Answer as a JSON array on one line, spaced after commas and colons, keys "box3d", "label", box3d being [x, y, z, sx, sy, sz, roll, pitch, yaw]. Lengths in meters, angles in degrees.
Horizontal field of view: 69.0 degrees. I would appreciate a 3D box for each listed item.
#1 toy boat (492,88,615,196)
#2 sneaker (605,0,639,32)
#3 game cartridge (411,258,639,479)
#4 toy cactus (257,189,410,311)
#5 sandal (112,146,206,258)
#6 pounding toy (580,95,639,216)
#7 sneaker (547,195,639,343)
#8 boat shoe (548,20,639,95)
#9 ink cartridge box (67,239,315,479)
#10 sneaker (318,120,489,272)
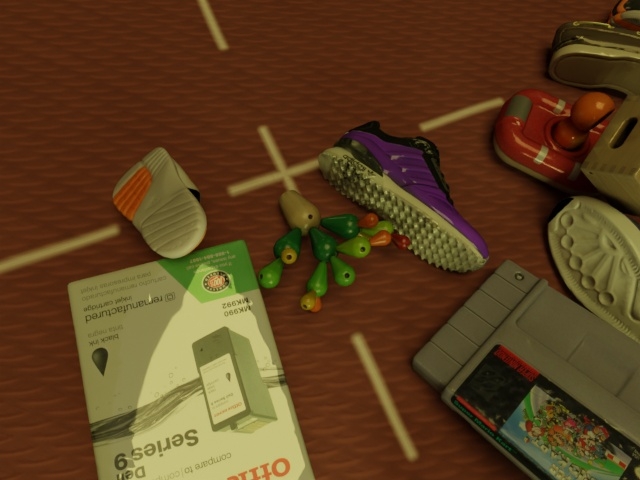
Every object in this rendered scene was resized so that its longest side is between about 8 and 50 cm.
[{"box3d": [0.414, -0.178, 0.756, 0.231, 0.151, 0.151, 27, 67, 3], "label": "toy boat"}, {"box3d": [0.736, -0.406, 0.910, 0.321, 0.124, 0.180, 33, 69, 6], "label": "sneaker"}, {"box3d": [0.319, 0.198, 0.584, 0.230, 0.068, 0.355, -38, 58, -24], "label": "game cartridge"}, {"box3d": [0.000, 0.000, 0.668, 0.219, 0.112, 0.180, -27, 56, -15], "label": "toy cactus"}, {"box3d": [-0.205, -0.038, 0.628, 0.102, 0.076, 0.265, -42, 44, -3], "label": "sandal"}, {"box3d": [0.508, -0.121, 0.686, 0.206, 0.094, 0.181, 33, 90, -30], "label": "pounding toy"}, {"box3d": [0.522, 0.059, 0.710, 0.236, 0.130, 0.322, -8, 55, -30], "label": "sneaker"}, {"box3d": [0.594, -0.329, 0.866, 0.325, 0.116, 0.096, 13, 70, 3], "label": "boat shoe"}, {"box3d": [-0.149, 0.171, 0.550, 0.211, 0.121, 0.289, -15, 71, -14], "label": "ink cartridge box"}, {"box3d": [0.151, -0.083, 0.707, 0.293, 0.102, 0.146, 40, 68, 8], "label": "sneaker"}]
